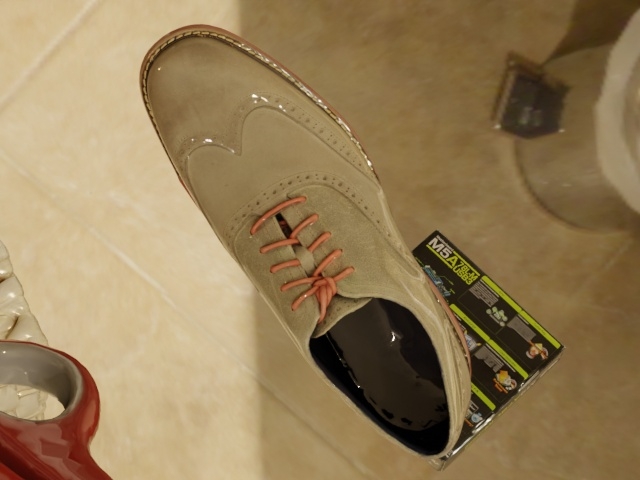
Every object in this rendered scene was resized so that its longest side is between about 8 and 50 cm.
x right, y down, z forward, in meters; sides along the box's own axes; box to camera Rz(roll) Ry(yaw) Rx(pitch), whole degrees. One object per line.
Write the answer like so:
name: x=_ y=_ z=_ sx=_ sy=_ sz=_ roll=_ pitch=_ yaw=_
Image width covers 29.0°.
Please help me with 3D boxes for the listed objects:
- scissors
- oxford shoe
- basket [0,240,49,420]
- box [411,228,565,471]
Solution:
scissors: x=-0.058 y=0.090 z=0.320 sx=0.109 sy=0.297 sz=0.021 roll=-1 pitch=112 yaw=-40
oxford shoe: x=0.000 y=0.000 z=0.849 sx=0.123 sy=0.130 sz=0.348 roll=-38 pitch=101 yaw=8
basket: x=-0.384 y=0.069 z=0.863 sx=0.328 sy=0.331 sz=0.266 roll=-21 pitch=75 yaw=-22
box: x=0.123 y=0.111 z=1.286 sx=0.184 sy=0.045 sz=0.191 roll=-40 pitch=71 yaw=-21
